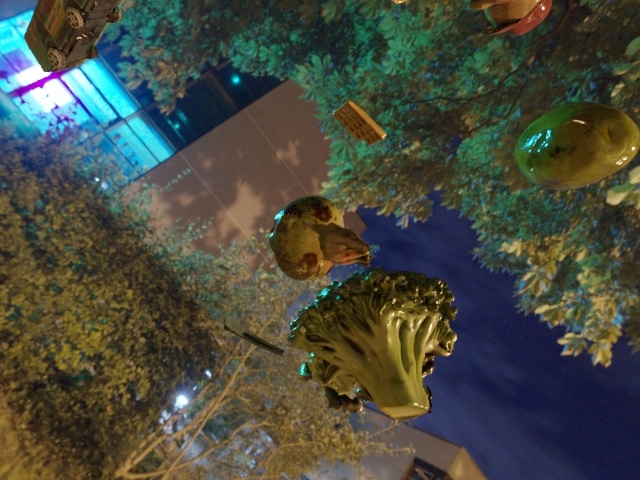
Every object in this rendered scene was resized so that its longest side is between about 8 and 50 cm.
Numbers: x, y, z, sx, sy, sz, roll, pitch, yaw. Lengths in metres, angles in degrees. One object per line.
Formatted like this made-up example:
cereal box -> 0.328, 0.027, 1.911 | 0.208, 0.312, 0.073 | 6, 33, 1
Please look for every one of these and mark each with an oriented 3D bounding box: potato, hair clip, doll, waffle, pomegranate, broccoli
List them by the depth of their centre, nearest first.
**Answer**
broccoli -> 0.109, 0.199, 0.803 | 0.323, 0.272, 0.334 | -3, -39, 30
potato -> 0.606, -0.228, 0.971 | 0.216, 0.216, 0.304 | 43, 1, 7
doll -> 0.479, -0.631, 1.016 | 0.196, 0.152, 0.255 | -19, -27, 36
pomegranate -> -0.011, 0.003, 1.038 | 0.276, 0.203, 0.222 | 28, -64, 55
waffle -> 0.100, -0.301, 1.040 | 0.135, 0.021, 0.092 | 41, -23, -18
hair clip -> -0.219, 0.325, 1.340 | 0.229, 0.039, 0.070 | 28, -36, 2

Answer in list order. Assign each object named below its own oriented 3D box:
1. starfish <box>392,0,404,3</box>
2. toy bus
starfish -> 0.154, -0.439, 0.526 | 0.215, 0.071, 0.238 | 13, -58, -13
toy bus -> -0.441, -0.393, 0.714 | 0.261, 0.091, 0.109 | -20, -74, 39
